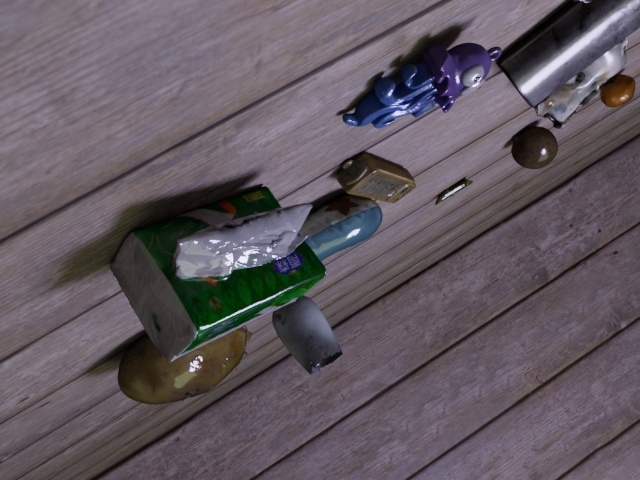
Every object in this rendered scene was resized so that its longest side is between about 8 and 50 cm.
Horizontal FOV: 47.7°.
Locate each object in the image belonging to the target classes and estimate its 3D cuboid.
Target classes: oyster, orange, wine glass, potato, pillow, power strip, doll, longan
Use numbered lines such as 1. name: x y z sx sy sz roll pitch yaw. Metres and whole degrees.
1. oyster: 0.430 -0.294 1.203 0.214 0.083 0.223 -38 153 -22
2. orange: 0.696 -0.354 1.697 0.086 0.062 0.086 -30 -149 20
3. wine glass: -0.042 0.192 1.611 0.111 0.204 0.111 -31 164 -10
4. potato: -0.238 0.219 1.356 0.192 0.141 0.296 -38 170 32
5. pillow: 0.000 0.000 1.241 0.233 0.086 0.214 -32 173 1
6. power strip: 0.100 -0.099 1.198 0.064 0.044 0.305 -38 168 16
7. doll: 0.123 -0.184 0.875 0.206 0.067 0.110 -24 160 8
8. longan: 0.486 -0.213 1.654 0.113 0.092 0.113 9 156 4

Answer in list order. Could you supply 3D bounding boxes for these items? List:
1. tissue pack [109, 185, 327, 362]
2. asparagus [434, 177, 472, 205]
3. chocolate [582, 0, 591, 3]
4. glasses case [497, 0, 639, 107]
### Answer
1. tissue pack: -0.111 0.023 0.876 0.209 0.148 0.156 -22 164 -41
2. asparagus: 0.317 -0.119 1.744 0.108 0.021 0.025 -32 164 -2
3. chocolate: 0.397 -0.333 0.716 0.321 0.111 0.112 -18 -173 -13
4. glasses case: 0.402 -0.313 1.032 0.299 0.060 0.114 -37 140 20
